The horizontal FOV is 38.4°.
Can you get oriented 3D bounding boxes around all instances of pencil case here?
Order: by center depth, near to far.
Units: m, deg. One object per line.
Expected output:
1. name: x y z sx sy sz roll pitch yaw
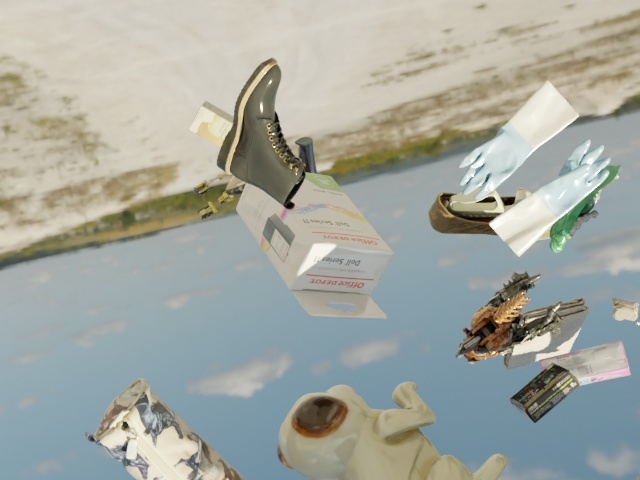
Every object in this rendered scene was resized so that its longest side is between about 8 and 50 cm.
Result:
1. pencil case: -0.270 0.468 1.823 0.160 0.410 0.183 -42 -172 8

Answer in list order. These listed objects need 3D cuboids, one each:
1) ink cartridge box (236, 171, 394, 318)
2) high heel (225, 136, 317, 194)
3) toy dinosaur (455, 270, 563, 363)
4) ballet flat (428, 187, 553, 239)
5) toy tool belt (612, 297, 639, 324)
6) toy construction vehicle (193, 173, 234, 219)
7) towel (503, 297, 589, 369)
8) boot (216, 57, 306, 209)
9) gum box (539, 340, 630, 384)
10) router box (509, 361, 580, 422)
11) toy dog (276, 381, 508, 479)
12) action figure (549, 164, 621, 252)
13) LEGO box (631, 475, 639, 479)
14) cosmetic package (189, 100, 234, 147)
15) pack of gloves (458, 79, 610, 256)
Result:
1. ink cartridge box: 0.000 0.000 1.824 0.207 0.119 0.353 5 -147 -37
2. high heel: -0.103 -0.109 2.139 0.261 0.186 0.093 -31 -140 -30
3. toy dinosaur: 0.393 0.182 1.950 0.218 0.164 0.322 -28 -177 -16
4. ballet flat: 0.427 -0.074 2.180 0.342 0.124 0.116 4 -128 10
5. toy tool belt: 0.718 0.158 2.129 0.083 0.052 0.051 13 -137 4
6. toy construction vehicle: -0.273 -0.112 2.296 0.098 0.086 0.035 -28 172 -9
7. towel: 0.582 0.248 2.384 0.187 0.049 0.282 -13 148 -5
8. boot: -0.062 -0.156 1.359 0.077 0.137 0.198 -39 158 -49
9. gum box: 0.571 0.277 1.999 0.188 0.062 0.107 -16 159 15
10. router box: 0.444 0.300 1.819 0.122 0.038 0.092 -40 -174 -3
11. toy dog: 0.099 0.470 1.876 0.395 0.408 0.285 -45 167 -29
12. action figure: 0.576 -0.066 2.047 0.232 0.063 0.137 -51 -171 -16
13. LEGO box: 0.420 0.624 1.535 0.500 0.193 0.372 -35 167 2
14. cosmetic package: -0.193 -0.219 1.807 0.115 0.060 0.041 28 -155 -6
15. pack of gloves: 0.357 -0.115 1.523 0.232 0.195 0.046 -43 -168 7
